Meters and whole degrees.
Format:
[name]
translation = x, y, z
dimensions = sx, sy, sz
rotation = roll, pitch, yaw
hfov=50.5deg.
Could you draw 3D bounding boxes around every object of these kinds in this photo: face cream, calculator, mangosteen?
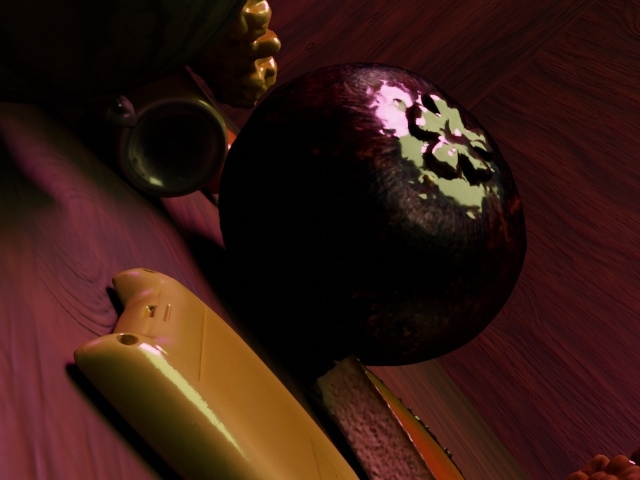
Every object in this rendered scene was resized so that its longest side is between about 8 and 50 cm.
[face cream]
translation = -0.199, -0.173, 0.737
dimensions = 0.105, 0.105, 0.348
rotation = 46, 5, -41
[calculator]
translation = -0.029, 0.111, 0.373
dimensions = 0.236, 0.033, 0.157
rotation = 50, 2, -17
[mangosteen]
translation = 0.045, -0.016, 0.699
dimensions = 0.330, 0.330, 0.330
rotation = 49, 4, -4

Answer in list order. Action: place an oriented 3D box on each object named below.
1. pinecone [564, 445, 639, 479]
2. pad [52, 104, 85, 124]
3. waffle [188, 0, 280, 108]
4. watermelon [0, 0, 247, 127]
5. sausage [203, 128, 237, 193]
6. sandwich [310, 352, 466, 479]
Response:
[pinecone]
translation = 0.163, 0.226, 0.349
dimensions = 0.169, 0.185, 0.212
rotation = 8, 49, -46
[pad]
translation = -0.179, -0.227, 0.511
dimensions = 0.159, 0.265, 0.009
rotation = 48, 31, -2
[waffle]
translation = -0.134, -0.235, 0.610
dimensions = 0.253, 0.056, 0.249
rotation = 45, -12, 6
[watermelon]
translation = -0.154, -0.223, 0.336
dimensions = 0.279, 0.279, 0.359
rotation = -121, -161, -69
[sausage]
translation = -0.165, -0.132, 0.962
dimensions = 0.179, 0.089, 0.089
rotation = 47, 2, 35
[sandwich]
translation = 0.080, 0.200, 0.547
dimensions = 0.193, 0.058, 0.162
rotation = 50, 4, -19
